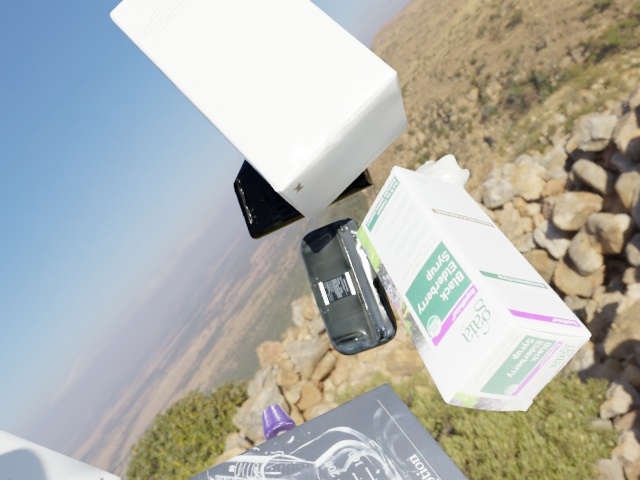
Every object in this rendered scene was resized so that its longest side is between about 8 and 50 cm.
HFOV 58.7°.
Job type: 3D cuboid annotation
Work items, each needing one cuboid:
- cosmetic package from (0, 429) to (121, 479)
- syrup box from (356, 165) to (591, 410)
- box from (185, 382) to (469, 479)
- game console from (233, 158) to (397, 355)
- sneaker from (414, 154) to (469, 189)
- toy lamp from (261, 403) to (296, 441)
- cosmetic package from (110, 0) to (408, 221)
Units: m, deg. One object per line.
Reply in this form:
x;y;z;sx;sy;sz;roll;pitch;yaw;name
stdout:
-0.536;0.446;0.896;0.097;0.377;0.284;-51;20;21;cosmetic package
0.127;0.035;0.538;0.093;0.096;0.237;-62;30;28;syrup box
0.033;0.375;0.574;0.312;0.343;0.179;-20;-48;-25;box
0.000;0.000;0.878;0.213;0.361;0.044;-24;-13;19;game console
0.147;-0.051;0.798;0.121;0.099;0.262;-55;3;-2;sneaker
-0.060;0.476;1.223;0.080;0.080;0.275;-46;44;15;toy lamp
-0.081;-0.226;0.757;0.197;0.365;0.155;-43;-18;1;cosmetic package
